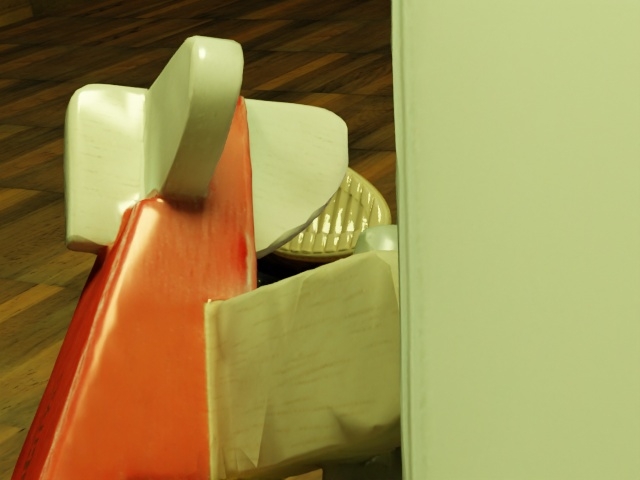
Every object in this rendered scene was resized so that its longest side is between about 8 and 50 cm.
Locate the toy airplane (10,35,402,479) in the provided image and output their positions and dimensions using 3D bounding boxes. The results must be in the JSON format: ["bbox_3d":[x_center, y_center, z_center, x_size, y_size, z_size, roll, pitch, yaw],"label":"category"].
[{"bbox_3d":[-0.047,0.103,0.653,0.272,0.384,0.386,24,22,-13],"label":"toy airplane"}]

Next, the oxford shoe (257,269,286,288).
[{"bbox_3d":[-0.069,0.055,1.173,0.227,0.083,0.096,11,13,28],"label":"oxford shoe"}]

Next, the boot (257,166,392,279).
[{"bbox_3d":[0.000,0.000,1.160,0.248,0.090,0.207,12,-16,39],"label":"boot"}]

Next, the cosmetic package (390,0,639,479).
[{"bbox_3d":[0.265,0.042,0.409,0.393,0.327,0.329,-5,-8,29],"label":"cosmetic package"}]
